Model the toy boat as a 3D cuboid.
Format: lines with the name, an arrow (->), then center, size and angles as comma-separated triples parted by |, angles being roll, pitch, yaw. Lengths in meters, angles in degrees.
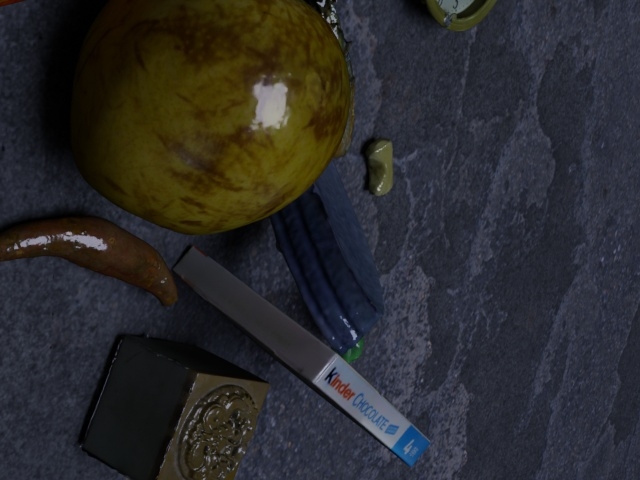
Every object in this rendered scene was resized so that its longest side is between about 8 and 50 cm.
toy boat -> 0.000, 0.000, 1.373 | 0.078, 0.283, 0.127 | -30, 148, 15

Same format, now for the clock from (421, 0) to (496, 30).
clock -> 0.186, -0.397, 1.575 | 0.237, 0.057, 0.237 | -29, 129, -43

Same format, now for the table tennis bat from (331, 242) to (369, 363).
table tennis bat -> 0.044, 0.094, 1.550 | 0.257, 0.039, 0.160 | -71, 163, -71

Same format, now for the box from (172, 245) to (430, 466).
box -> -0.019, 0.139, 1.401 | 0.048, 0.265, 0.273 | -51, 140, -7

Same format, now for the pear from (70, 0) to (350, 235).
pear -> -0.109, -0.138, 1.158 | 0.281, 0.281, 0.280 | -26, 126, -42

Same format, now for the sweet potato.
sweet potato -> -0.237, 0.012, 1.244 | 0.255, 0.058, 0.078 | 18, 113, -49

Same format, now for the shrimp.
shrimp -> 0.008, -0.198, 1.413 | 0.150, 0.051, 0.217 | -64, 146, -59

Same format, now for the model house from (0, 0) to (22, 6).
model house -> -0.219, -0.277, 1.008 | 0.294, 0.207, 0.154 | -28, 130, -40

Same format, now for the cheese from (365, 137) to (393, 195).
cheese -> 0.079, -0.099, 1.603 | 0.044, 0.030, 0.083 | -44, 142, -38

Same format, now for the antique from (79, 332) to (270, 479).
antique -> -0.160, 0.201, 1.354 | 0.152, 0.148, 0.146 | 18, 94, -56
